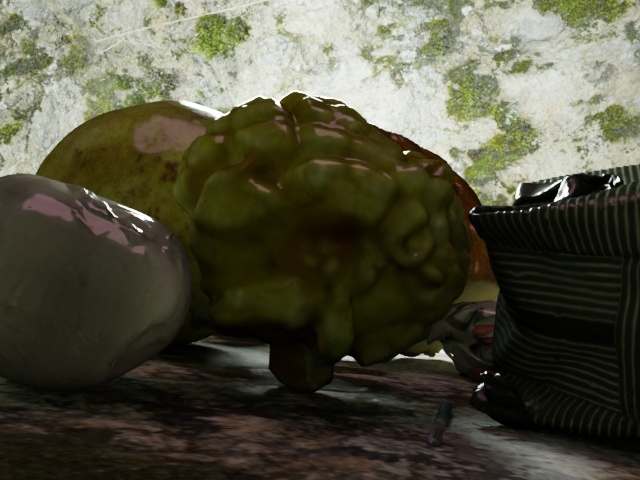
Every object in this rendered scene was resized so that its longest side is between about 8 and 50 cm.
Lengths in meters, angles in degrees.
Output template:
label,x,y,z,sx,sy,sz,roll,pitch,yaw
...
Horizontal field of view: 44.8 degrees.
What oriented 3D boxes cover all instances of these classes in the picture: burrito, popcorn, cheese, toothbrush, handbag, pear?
label,x,y,z,sx,sy,sz,roll,pitch,yaw
burrito,0.311,0.132,0.914,0.446,0.101,0.139,6,-5,21
popcorn,0.000,0.000,0.692,0.258,0.270,0.224,-16,19,-14
cheese,-0.201,0.034,0.592,0.189,0.154,0.198,27,-11,-15
toothbrush,0.096,0.139,0.611,0.011,0.014,0.167,23,1,13
handbag,0.274,0.043,0.702,0.240,0.247,0.341,5,10,23
pear,-0.188,-0.017,0.921,0.304,0.303,0.304,6,-2,0

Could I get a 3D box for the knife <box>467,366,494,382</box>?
label,x,y,z,sx,sy,sz,roll,pitch,yaw
knife,0.266,0.167,0.834,0.247,0.018,0.035,8,-4,42

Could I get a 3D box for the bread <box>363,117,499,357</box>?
label,x,y,z,sx,sy,sz,roll,pitch,yaw
bread,0.097,-0.001,1.099,0.279,0.279,0.207,20,-54,-40
